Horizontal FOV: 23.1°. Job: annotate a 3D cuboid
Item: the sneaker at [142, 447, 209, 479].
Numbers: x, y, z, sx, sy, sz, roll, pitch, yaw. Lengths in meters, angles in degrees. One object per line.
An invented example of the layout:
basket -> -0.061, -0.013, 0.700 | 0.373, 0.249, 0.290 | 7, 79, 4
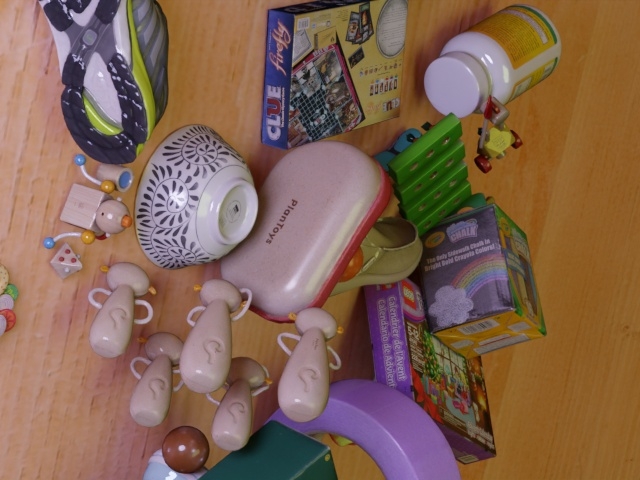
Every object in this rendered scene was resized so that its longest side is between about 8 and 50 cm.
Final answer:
sneaker -> -0.182, 0.410, 1.832 | 0.208, 0.127, 0.319 | -45, 136, -37

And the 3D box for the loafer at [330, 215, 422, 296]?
loafer -> 0.044, 0.006, 2.007 | 0.268, 0.102, 0.092 | -20, 126, -50

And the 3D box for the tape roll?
tape roll -> 0.043, 0.318, 1.983 | 0.090, 0.275, 0.274 | -18, 119, -51

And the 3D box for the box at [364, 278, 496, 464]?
box -> 0.157, 0.184, 2.207 | 0.293, 0.057, 0.200 | 36, 42, -56

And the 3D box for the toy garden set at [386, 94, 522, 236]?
toy garden set -> 0.175, -0.120, 2.093 | 0.204, 0.049, 0.244 | -39, 158, -7

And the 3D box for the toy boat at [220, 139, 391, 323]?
toy boat -> 0.000, 0.000, 1.856 | 0.231, 0.151, 0.151 | -58, 140, -5

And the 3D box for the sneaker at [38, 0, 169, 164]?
sneaker -> -0.210, -0.233, 1.547 | 0.121, 0.111, 0.300 | -57, 148, -61

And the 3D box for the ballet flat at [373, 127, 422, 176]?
ballet flat -> 0.100, -0.107, 2.099 | 0.114, 0.041, 0.041 | -42, 136, -37

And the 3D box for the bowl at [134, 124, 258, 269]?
bowl -> -0.123, -0.040, 1.760 | 0.170, 0.080, 0.170 | -27, 125, -48

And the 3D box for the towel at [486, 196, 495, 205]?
towel -> 0.243, -0.023, 2.372 | 0.083, 0.009, 0.060 | -44, 138, -37

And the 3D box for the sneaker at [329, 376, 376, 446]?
sneaker -> 0.069, 0.244, 2.186 | 0.094, 0.081, 0.208 | -47, 159, 15

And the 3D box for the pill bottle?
pill bottle -> 0.235, -0.243, 2.164 | 0.208, 0.118, 0.117 | -34, 131, -45

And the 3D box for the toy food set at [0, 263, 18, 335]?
toy food set -> -0.332, 0.068, 1.552 | 0.083, 0.020, 0.082 | -51, 141, -31

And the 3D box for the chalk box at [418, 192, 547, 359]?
chalk box -> 0.222, 0.039, 2.221 | 0.132, 0.132, 0.213 | 37, 40, -55

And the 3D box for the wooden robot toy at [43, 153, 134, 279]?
wooden robot toy -> -0.218, -0.034, 1.623 | 0.076, 0.079, 0.173 | 26, 82, -56

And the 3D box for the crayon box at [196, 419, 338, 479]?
crayon box -> -0.093, 0.440, 1.775 | 0.313, 0.106, 0.363 | -38, 130, -32

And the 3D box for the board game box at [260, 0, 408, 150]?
board game box -> 0.020, -0.214, 1.929 | 0.243, 0.042, 0.165 | -20, 120, -51

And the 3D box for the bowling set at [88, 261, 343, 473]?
bowling set -> -0.139, 0.145, 1.740 | 0.154, 0.287, 0.200 | -80, -165, -48
